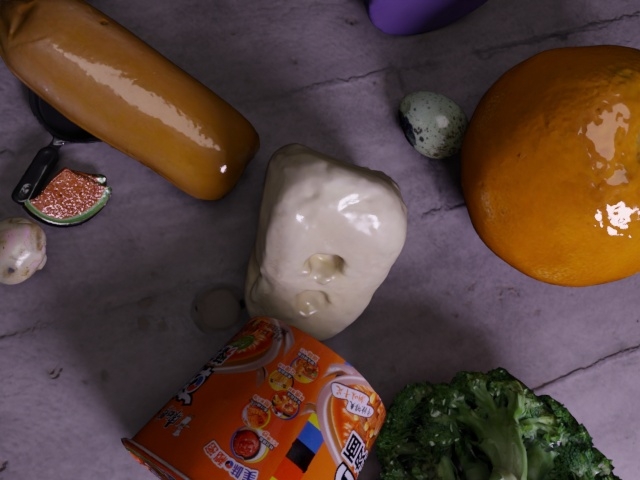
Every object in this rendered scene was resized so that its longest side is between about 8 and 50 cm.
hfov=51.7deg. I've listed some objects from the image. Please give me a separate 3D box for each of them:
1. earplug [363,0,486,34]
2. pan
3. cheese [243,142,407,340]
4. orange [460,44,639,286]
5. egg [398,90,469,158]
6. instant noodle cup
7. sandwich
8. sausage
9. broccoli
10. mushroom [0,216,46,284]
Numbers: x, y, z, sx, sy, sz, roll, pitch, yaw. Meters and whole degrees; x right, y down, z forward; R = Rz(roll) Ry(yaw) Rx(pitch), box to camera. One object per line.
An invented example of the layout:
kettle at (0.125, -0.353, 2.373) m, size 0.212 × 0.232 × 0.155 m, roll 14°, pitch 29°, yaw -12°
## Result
earplug at (0.100, -0.544, 0.945) m, size 0.215 × 0.215 × 0.456 m, roll -15°, pitch 77°, yaw -15°
pan at (-0.327, -0.145, 0.848) m, size 0.136 × 0.028 × 0.235 m, roll 25°, pitch 71°, yaw -5°
cheese at (0.002, 0.000, 0.781) m, size 0.173 × 0.248 × 0.252 m, roll 16°, pitch 81°, yaw -7°
orange at (0.333, -0.095, 0.839) m, size 0.311 × 0.312 × 0.313 m, roll 3°, pitch 77°, yaw -11°
egg at (0.157, -0.164, 0.925) m, size 0.110 × 0.085 × 0.085 m, roll 38°, pitch 73°, yaw 2°
instant noodle cup at (-0.059, 0.219, 0.726) m, size 0.250 × 0.250 × 0.192 m, roll 39°, pitch 63°, yaw -1°
sandwich at (-0.310, -0.053, 0.820) m, size 0.101 × 0.026 × 0.069 m, roll -47°, pitch 122°, yaw -20°
sausage at (-0.242, -0.184, 0.807) m, size 0.353 × 0.116 × 0.134 m, roll 33°, pitch 82°, yaw -14°
broccoli at (0.186, 0.296, 0.744) m, size 0.307 × 0.275 × 0.308 m, roll -2°, pitch 83°, yaw 14°
mushroom at (-0.363, 0.013, 0.787) m, size 0.083 × 0.067 × 0.084 m, roll -9°, pitch 65°, yaw 21°
